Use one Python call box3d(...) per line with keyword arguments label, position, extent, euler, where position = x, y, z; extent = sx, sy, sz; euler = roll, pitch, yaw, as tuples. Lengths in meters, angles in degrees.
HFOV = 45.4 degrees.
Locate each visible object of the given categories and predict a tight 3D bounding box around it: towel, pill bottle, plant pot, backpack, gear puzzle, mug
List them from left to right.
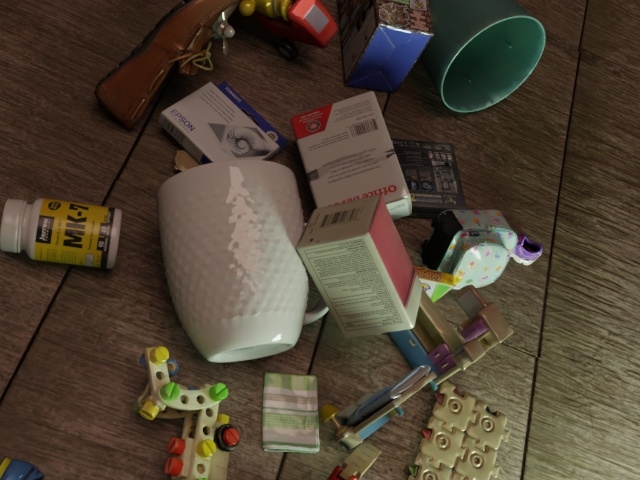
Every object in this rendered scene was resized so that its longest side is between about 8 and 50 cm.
box3d(label="pill bottle", position=(-0.489, -0.016, 1.453), extent=(0.208, 0.119, 0.119), euler=(7, 62, -16))
box3d(label="mug", position=(-0.118, 0.055, 1.477), extent=(0.374, 0.276, 0.328), euler=(4, 68, -41))
box3d(label="towel", position=(-0.057, 0.332, 1.483), extent=(0.113, 0.023, 0.152), euler=(8, 62, -17))
box3d(label="gear puzzle", position=(0.256, 0.465, 1.519), extent=(0.175, 0.044, 0.339), euler=(29, 61, -5))
box3d(label="plant pot", position=(0.373, -0.511, 1.924), extent=(0.293, 0.293, 0.235), euler=(-14, 56, -25))
box3d(label="backpack", position=(0.340, 0.016, 1.694), extent=(0.188, 0.166, 0.144), euler=(-9, 45, -28))

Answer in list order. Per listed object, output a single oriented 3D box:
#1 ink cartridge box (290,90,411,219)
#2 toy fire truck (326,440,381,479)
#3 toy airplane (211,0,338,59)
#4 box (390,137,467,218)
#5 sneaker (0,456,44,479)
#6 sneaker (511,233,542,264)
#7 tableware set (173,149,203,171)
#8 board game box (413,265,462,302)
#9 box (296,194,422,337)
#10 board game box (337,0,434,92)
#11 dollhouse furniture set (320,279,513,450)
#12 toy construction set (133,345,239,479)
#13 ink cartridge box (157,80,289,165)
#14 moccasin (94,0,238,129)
box3d(label="ink cartridge box", position=(0.068, -0.162, 1.685), extent=(0.197, 0.114, 0.273), euler=(-18, 68, 4))
box3d(label="toy fire truck", position=(0.077, 0.494, 1.392), extent=(0.217, 0.158, 0.246), euler=(36, 68, 1))
box3d(label="toy airplane", position=(-0.167, -0.618, 1.782), extent=(0.384, 0.272, 0.386), euler=(-7, 80, -1))
box3d(label="box", position=(0.217, -0.146, 1.803), extent=(0.232, 0.059, 0.183), euler=(1, 64, -20))
box3d(label="sneaker", position=(-0.520, 0.456, 1.229), extent=(0.082, 0.069, 0.209), euler=(27, 58, -9))
box3d(label="sneaker", position=(0.445, -0.002, 1.803), extent=(0.169, 0.071, 0.068), euler=(17, 60, -10))
box3d(label="tableware set", position=(-0.254, -0.202, 1.687), extent=(0.141, 0.020, 0.169), euler=(8, 58, -22))
box3d(label="board game box", position=(0.160, 0.086, 1.626), extent=(0.259, 0.124, 0.039), euler=(11, 62, -14))
box3d(label="box", position=(0.079, 0.051, 1.439), extent=(0.232, 0.148, 0.127), euler=(63, 30, -29))
box3d(label="board game box", position=(0.151, -0.556, 1.889), extent=(0.141, 0.232, 0.291), euler=(5, 63, -18))
box3d(label="dollhouse furniture set", position=(0.143, 0.214, 1.459), extent=(0.303, 0.286, 0.198), euler=(-26, 75, -40))
box3d(label="toy construction set", position=(-0.256, 0.365, 1.321), extent=(0.215, 0.151, 0.328), euler=(30, 63, -32))
box3d(label="ink cartridge box", position=(-0.204, -0.249, 1.698), extent=(0.223, 0.045, 0.224), euler=(43, 52, 4))
box3d(label="moccasin", position=(-0.304, -0.393, 1.625), extent=(0.380, 0.139, 0.147), euler=(-45, 103, 0))
